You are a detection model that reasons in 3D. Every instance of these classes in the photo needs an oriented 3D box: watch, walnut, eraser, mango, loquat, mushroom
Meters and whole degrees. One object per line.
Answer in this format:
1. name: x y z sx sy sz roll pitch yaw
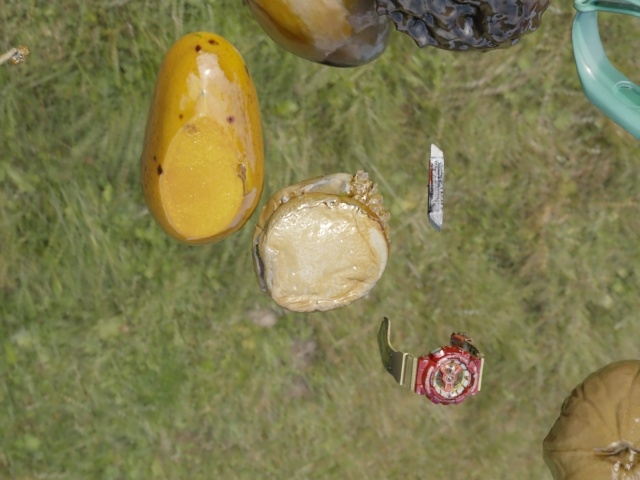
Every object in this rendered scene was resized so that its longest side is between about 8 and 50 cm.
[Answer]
1. watch: 0.422 -0.235 1.456 0.068 0.237 0.195 -30 150 -27
2. walnut: 0.358 0.242 1.227 0.228 0.228 0.228 -20 140 -17
3. eraser: 0.128 -0.059 1.248 0.019 0.099 0.027 3 163 2
4. watch: 0.190 0.196 1.931 0.165 0.268 0.102 5 103 -5
5. mango: -0.149 -0.136 1.415 0.160 0.191 0.290 2 125 -6
6. loquat: -0.002 -0.318 1.420 0.227 0.179 0.179 38 110 -7
7. mushroom: -0.394 -0.172 1.234 0.026 0.286 0.028 7 117 10

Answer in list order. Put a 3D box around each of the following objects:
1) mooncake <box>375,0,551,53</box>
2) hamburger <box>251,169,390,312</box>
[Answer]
1. mooncake: 0.157 -0.312 1.249 0.228 0.228 0.124 88 27 -48
2. hamburger: 0.000 0.000 1.962 0.243 0.146 0.286 31 102 -32
